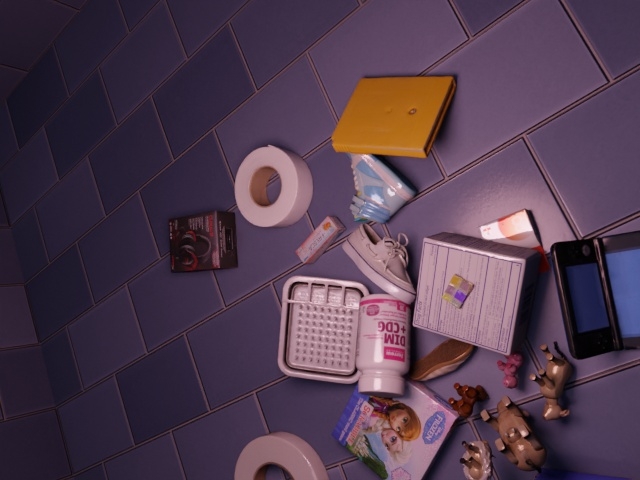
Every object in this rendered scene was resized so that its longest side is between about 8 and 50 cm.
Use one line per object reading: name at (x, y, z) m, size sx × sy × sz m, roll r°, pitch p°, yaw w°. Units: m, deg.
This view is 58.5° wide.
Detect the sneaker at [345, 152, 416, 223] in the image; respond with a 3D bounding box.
sneaker at (0.129, -0.180, 1.816) m, size 0.319 × 0.127 × 0.208 m, roll 48°, pitch 112°, yaw 26°

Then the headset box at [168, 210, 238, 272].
headset box at (-0.442, 0.007, 2.198) m, size 0.293 × 0.110 × 0.218 m, roll -6°, pitch 85°, yaw 33°

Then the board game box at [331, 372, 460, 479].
board game box at (0.228, 0.570, 1.769) m, size 0.318 × 0.066 × 0.319 m, roll 32°, pitch 106°, yaw 30°

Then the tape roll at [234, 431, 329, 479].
tape roll at (-0.137, 0.873, 2.003) m, size 0.392 × 0.072 × 0.392 m, roll -1°, pitch 88°, yaw 34°

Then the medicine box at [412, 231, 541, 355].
medicine box at (0.424, 0.135, 1.577) m, size 0.289 × 0.149 × 0.263 m, roll 14°, pitch 106°, yaw 33°

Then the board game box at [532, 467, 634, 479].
board game box at (0.668, 0.751, 1.429) m, size 0.232 × 0.141 × 0.291 m, roll -5°, pitch 86°, yaw 33°

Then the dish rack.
dish rack at (0.012, 0.287, 1.872) m, size 0.285 × 0.072 × 0.333 m, roll 5°, pitch 92°, yaw 9°

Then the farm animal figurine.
farm animal figurine at (0.524, 0.462, 1.507) m, size 0.330 × 0.172 × 0.327 m, roll -30°, pitch 32°, yaw 29°

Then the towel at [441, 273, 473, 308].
towel at (0.364, 0.135, 1.521) m, size 0.060 × 0.009 × 0.083 m, roll 36°, pitch 117°, yaw 24°

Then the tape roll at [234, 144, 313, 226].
tape roll at (-0.167, -0.188, 2.027) m, size 0.286 × 0.100 × 0.286 m, roll -1°, pitch 89°, yaw 34°

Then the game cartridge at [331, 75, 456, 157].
game cartridge at (0.215, -0.379, 1.733) m, size 0.323 × 0.053 × 0.285 m, roll 10°, pitch 63°, yaw 35°

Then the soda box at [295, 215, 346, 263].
soda box at (0.000, 0.000, 1.934) m, size 0.183 × 0.063 × 0.058 m, roll -47°, pitch 66°, yaw 24°

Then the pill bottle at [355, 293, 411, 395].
pill bottle at (0.187, 0.314, 1.699) m, size 0.160 × 0.160 × 0.283 m, roll -10°, pitch 64°, yaw 33°

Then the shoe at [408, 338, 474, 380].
shoe at (0.364, 0.355, 1.696) m, size 0.219 × 0.058 × 0.076 m, roll -35°, pitch 40°, yaw 24°

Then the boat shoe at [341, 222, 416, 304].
boat shoe at (0.201, 0.043, 1.717) m, size 0.156 × 0.136 × 0.367 m, roll -56°, pitch 31°, yaw 10°

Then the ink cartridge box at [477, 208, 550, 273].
ink cartridge box at (0.536, 0.020, 1.591) m, size 0.145 × 0.045 × 0.179 m, roll -24°, pitch 74°, yaw 31°

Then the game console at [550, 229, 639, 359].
game console at (0.729, 0.128, 1.392) m, size 0.173 × 0.250 × 0.293 m, roll -21°, pitch 76°, yaw 59°
